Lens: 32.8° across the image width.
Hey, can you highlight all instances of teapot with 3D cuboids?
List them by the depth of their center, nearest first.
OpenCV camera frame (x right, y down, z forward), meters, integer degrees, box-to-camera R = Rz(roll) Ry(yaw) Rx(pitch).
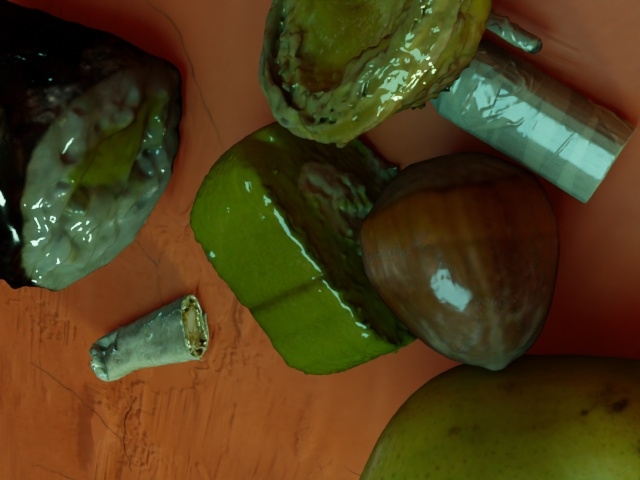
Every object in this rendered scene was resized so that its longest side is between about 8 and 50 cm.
[{"bbox_3d":[0.181,-0.131,0.973,0.200,0.077,0.107,33,129,11],"label":"teapot"}]

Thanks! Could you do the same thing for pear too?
[{"bbox_3d":[0.218,0.281,1.047,0.362,0.362,0.418,43,125,1],"label":"pear"}]

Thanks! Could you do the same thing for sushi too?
[{"bbox_3d":[-0.345,-0.115,1.183,0.294,0.299,0.281,26,116,19],"label":"sushi"}]

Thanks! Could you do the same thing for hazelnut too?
[{"bbox_3d":[0.138,0.017,1.001,0.176,0.214,0.214,-26,104,35],"label":"hazelnut"}]

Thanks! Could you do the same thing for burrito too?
[{"bbox_3d":[-0.224,0.135,1.432,0.226,0.060,0.087,-22,102,40],"label":"burrito"}]

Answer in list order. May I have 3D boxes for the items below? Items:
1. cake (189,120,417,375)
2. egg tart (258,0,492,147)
[{"bbox_3d":[0.000,0.000,1.113,0.156,0.179,0.261,-28,99,41],"label":"cake"},{"bbox_3d":[0.052,-0.203,0.929,0.118,0.288,0.288,16,145,-34],"label":"egg tart"}]
